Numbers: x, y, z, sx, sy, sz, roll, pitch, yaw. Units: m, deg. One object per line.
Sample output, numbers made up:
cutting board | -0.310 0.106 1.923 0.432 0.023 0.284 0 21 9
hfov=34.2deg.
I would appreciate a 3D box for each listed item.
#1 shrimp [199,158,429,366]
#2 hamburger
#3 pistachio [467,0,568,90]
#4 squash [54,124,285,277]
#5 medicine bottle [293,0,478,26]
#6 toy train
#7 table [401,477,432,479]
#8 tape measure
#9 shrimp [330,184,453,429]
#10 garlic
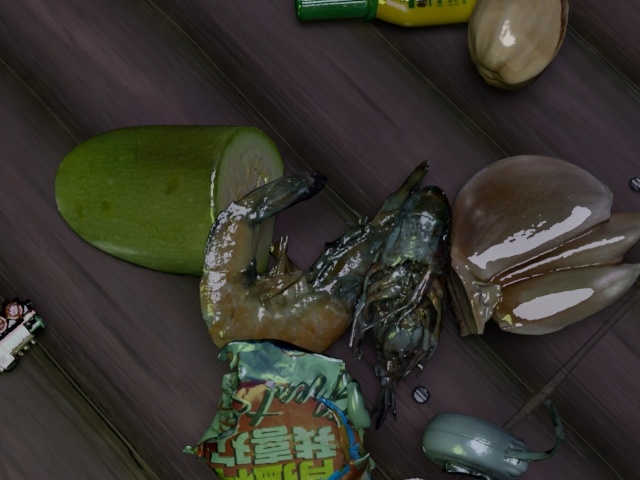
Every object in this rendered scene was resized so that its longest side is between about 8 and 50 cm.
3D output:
shrimp | 0.000 0.000 1.556 0.445 0.085 0.272 -41 111 -18
hamburger | -0.035 0.256 1.474 0.260 0.150 0.276 23 110 6
pistachio | 0.321 -0.348 1.677 0.157 0.157 0.230 22 67 4
squash | -0.248 -0.067 1.617 0.308 0.210 0.234 0 73 27
medicine bottle | 0.110 -0.404 1.726 0.308 0.076 0.111 -6 73 -3
toy train | -0.510 0.188 1.535 0.085 0.053 0.250 43 76 1
table | 0.149 0.401 1.409 0.167 0.227 0.167 1 74 -3
tape measure | 0.226 0.273 1.397 0.164 0.330 0.084 13 71 3
shrimp | 0.099 0.095 1.513 0.172 0.137 0.372 17 91 9
garlic | 0.324 0.003 1.585 0.325 0.132 0.279 -26 77 -7
